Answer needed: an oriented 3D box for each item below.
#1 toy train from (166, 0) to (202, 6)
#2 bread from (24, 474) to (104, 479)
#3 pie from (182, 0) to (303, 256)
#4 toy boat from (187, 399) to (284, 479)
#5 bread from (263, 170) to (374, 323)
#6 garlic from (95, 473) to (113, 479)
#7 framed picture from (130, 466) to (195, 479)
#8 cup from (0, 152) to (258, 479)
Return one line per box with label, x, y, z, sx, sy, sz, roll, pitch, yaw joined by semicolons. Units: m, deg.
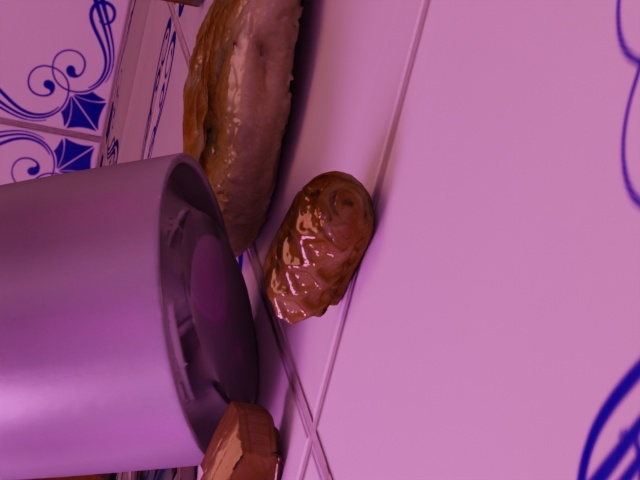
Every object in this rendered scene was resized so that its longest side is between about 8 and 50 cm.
toy train;-0.180;-0.401;2.053;0.188;0.072;0.099;120;151;-54
bread;-0.351;0.407;1.897;0.344;0.195;0.149;-105;22;-56
pie;-0.079;-0.133;1.392;0.337;0.075;0.338;-170;90;-77
toy boat;-0.083;0.222;1.131;0.072;0.064;0.206;36;109;56
bread;0.000;0.000;0.987;0.066;0.060;0.110;-54;-9;-42
garlic;-0.394;0.312;2.218;0.257;0.207;0.207;132;146;-64
framed picture;-0.176;0.240;1.632;0.315;0.024;0.232;115;160;-50
cup;-0.248;0.072;1.227;0.253;0.371;0.253;-7;-90;-80
